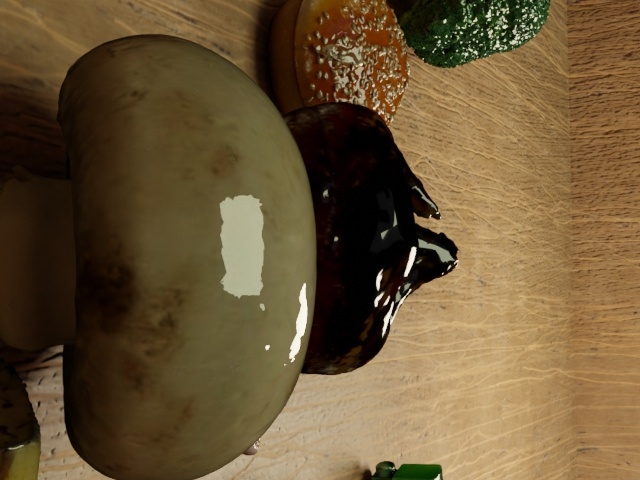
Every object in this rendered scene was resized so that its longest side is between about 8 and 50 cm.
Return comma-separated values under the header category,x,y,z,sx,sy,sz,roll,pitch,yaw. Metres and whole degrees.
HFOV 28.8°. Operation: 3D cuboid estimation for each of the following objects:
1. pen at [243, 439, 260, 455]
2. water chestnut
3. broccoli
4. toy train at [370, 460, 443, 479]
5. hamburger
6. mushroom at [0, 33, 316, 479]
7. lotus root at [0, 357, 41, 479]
category,x,y,z,sx,sy,sz,roll,pitch,yaw
pen,-0.110,0.183,1.363,0.197,0.032,0.053,59,36,-54
water chestnut,0.000,0.000,1.323,0.289,0.244,0.289,-3,90,-66
broccoli,0.235,-0.413,2.013,0.275,0.308,0.308,47,32,-6
toy train,0.132,0.441,1.824,0.085,0.119,0.251,-37,120,-65
hamburger,0.024,-0.227,1.579,0.237,0.147,0.237,-4,90,-65
mushroom,-0.159,0.016,0.996,0.362,0.294,0.362,178,-90,-76
lotus root,-0.262,0.169,0.930,0.159,0.095,0.135,-163,-107,-71
